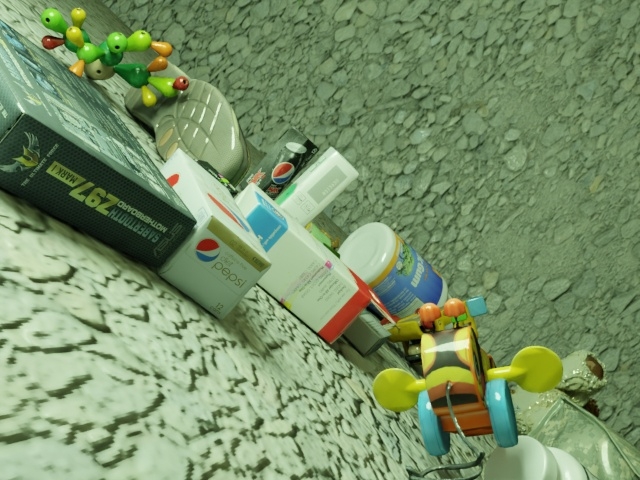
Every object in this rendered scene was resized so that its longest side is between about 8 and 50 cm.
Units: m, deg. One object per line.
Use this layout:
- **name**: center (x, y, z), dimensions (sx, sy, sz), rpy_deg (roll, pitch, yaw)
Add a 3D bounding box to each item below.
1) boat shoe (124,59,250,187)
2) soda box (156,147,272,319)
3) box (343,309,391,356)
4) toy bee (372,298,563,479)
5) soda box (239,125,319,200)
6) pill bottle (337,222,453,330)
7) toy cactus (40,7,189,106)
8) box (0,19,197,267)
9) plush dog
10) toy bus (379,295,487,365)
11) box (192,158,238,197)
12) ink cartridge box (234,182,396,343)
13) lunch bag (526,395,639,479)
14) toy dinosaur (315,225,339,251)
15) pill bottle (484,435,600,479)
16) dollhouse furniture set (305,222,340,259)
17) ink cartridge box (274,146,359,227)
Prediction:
- **boat shoe**: center (-0.184, -0.173, 1.269), dimensions (0.130, 0.132, 0.355), rpy_deg (39, 7, -43)
- **soda box**: center (-0.115, -0.014, 0.762), dimensions (0.074, 0.069, 0.216), rpy_deg (41, 5, -27)
- **box**: center (0.019, 0.088, 1.188), dimensions (0.186, 0.038, 0.145), rpy_deg (43, 4, 11)
- **toy bee**: center (0.158, 0.142, 0.855), dimensions (0.298, 0.195, 0.162), rpy_deg (108, -26, -81)
- **soda box**: center (-0.085, -0.149, 1.669), dimensions (0.060, 0.169, 0.053), rpy_deg (46, 6, 36)
- **pill bottle**: center (0.165, 0.096, 1.669), dimensions (0.272, 0.152, 0.152), rpy_deg (39, 6, -33)
- **toy cactus**: center (-0.316, -0.261, 1.211), dimensions (0.218, 0.112, 0.180), rpy_deg (16, -8, -26)
- **box**: center (-0.220, -0.095, 0.657), dimensions (0.233, 0.059, 0.183), rpy_deg (47, 6, 38)
- **plush dog**: center (0.468, 0.374, 1.616), dimensions (0.210, 0.262, 0.225), rpy_deg (-11, -55, 45)
- **toy bus**: center (0.192, 0.173, 1.436), dimensions (0.191, 0.202, 0.105), rpy_deg (120, -46, -87)
- **box**: center (-0.150, -0.065, 1.051), dimensions (0.062, 0.052, 0.083), rpy_deg (43, 6, 1)
- **ink cartridge box**: center (-0.021, 0.040, 1.017), dimensions (0.231, 0.078, 0.134), rpy_deg (42, 5, -16)
- **lunch bag**: center (0.439, 0.393, 1.166), dimensions (0.235, 0.169, 0.287), rpy_deg (42, 0, -17)
- **toy dinosaur**: center (0.001, -0.001, 1.717), dimensions (0.211, 0.064, 0.112), rpy_deg (41, 4, -31)
- **pill bottle**: center (0.271, 0.301, 0.934), dimensions (0.180, 0.108, 0.108), rpy_deg (41, 5, -28)
- **dollhouse furniture set**: center (0.000, 0.000, 1.424), dimensions (0.076, 0.058, 0.152), rpy_deg (37, 25, -17)
- **ink cartridge box**: center (-0.036, -0.064, 1.214), dimensions (0.056, 0.181, 0.225), rpy_deg (45, 4, -13)
